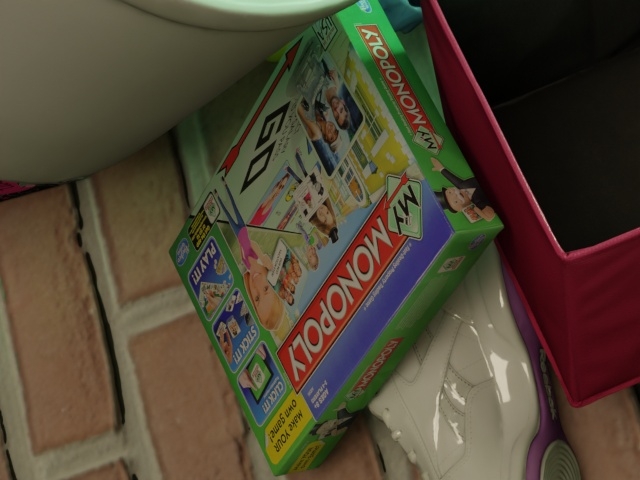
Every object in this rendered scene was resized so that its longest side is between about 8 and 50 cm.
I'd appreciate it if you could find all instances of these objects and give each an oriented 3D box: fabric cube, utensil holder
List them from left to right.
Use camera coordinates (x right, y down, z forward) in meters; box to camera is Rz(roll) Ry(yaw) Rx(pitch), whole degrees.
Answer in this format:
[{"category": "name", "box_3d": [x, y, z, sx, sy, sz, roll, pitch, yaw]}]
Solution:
[{"category": "utensil holder", "box_3d": [-0.142, -0.232, 1.338, 0.385, 0.327, 0.328, -32, 65, 58]}, {"category": "fabric cube", "box_3d": [0.230, -0.083, 1.324, 0.259, 0.258, 0.254, -23, 62, -1]}]

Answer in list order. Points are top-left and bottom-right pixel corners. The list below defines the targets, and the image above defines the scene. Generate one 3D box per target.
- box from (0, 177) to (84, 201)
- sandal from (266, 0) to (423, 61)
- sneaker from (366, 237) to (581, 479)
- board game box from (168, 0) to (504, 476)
[{"category": "box", "box_3d": [-0.316, -0.125, 1.590, 0.142, 0.247, 0.163, -14, 76, 21]}, {"category": "sandal", "box_3d": [0.029, -0.275, 1.510, 0.138, 0.317, 0.126, 9, 40, 6]}, {"category": "sneaker", "box_3d": [0.106, 0.141, 1.474, 0.152, 0.114, 0.305, -14, 68, 25]}, {"category": "board game box", "box_3d": [0.000, 0.000, 1.447, 0.213, 0.046, 0.317, 63, 143, 26]}]
